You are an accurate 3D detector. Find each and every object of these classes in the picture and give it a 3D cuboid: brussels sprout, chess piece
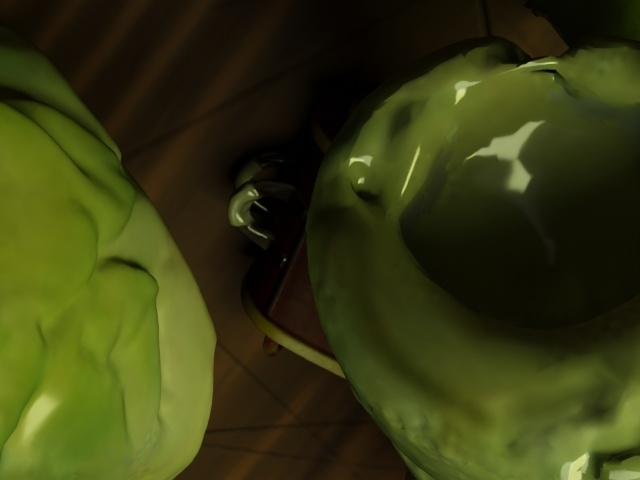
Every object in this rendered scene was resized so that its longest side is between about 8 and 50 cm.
[{"bbox_3d":[-0.219,0.042,0.759,0.344,0.268,0.344,-25,157,-12],"label":"brussels sprout"},{"bbox_3d":[0.126,0.086,0.846,0.234,0.234,0.442,-22,154,1],"label":"chess piece"}]

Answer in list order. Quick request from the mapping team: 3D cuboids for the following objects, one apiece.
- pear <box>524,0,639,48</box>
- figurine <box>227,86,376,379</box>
[{"bbox_3d":[0.198,-0.129,0.791,0.220,0.187,0.187,-39,134,10],"label":"pear"},{"bbox_3d":[0.000,0.000,0.921,0.098,0.082,0.154,19,127,-10],"label":"figurine"}]
